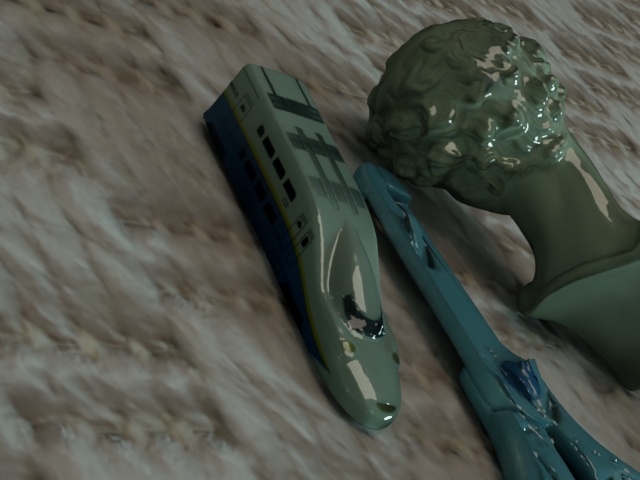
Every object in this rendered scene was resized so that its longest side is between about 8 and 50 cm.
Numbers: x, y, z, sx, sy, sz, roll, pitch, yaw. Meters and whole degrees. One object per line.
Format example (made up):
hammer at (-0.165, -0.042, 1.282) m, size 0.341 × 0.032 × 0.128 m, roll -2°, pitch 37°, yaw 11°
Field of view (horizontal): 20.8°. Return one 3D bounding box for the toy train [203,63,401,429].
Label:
toy train at (0.000, 0.000, 0.949) m, size 0.052 × 0.051 × 0.234 m, roll 15°, pitch 36°, yaw -39°

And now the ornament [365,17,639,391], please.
ornament at (0.151, -0.025, 1.120) m, size 0.285 × 0.130 × 0.120 m, roll 44°, pitch 38°, yaw 2°

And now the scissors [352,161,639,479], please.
scissors at (0.119, 0.097, 0.992) m, size 0.180 × 0.032 × 0.393 m, roll 13°, pitch 38°, yaw -48°
